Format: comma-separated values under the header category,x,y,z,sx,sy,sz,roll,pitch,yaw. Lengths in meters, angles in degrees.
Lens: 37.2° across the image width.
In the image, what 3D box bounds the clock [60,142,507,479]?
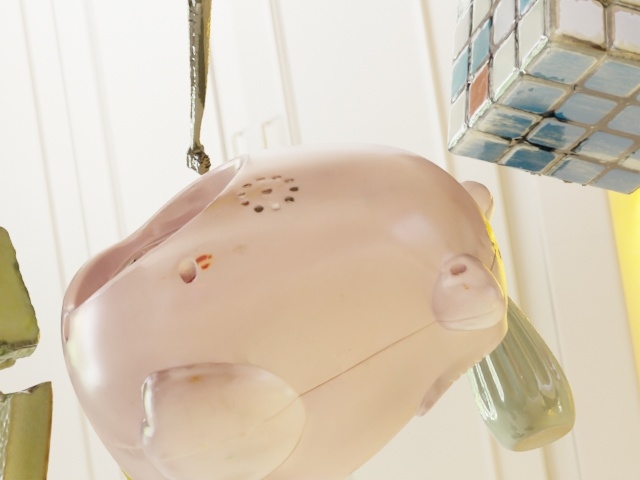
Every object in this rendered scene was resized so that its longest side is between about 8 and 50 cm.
category,x,y,z,sx,sy,sz,roll,pitch,yaw
clock,-0.029,0.051,0.844,0.377,0.250,0.368,-24,-163,16

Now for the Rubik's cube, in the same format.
category,x,y,z,sx,sy,sz,roll,pitch,yaw
Rubik's cube,0.309,-0.232,1.077,0.259,0.253,0.256,10,156,-12

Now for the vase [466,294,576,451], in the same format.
category,x,y,z,sx,sy,sz,roll,pitch,yaw
vase,0.256,0.163,1.319,0.128,0.248,0.128,-15,150,-9

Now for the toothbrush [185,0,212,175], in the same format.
category,x,y,z,sx,sy,sz,roll,pitch,yaw
toothbrush,-0.152,-0.193,1.199,0.030,0.030,0.297,-31,150,-30

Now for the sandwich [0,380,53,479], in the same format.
category,x,y,z,sx,sy,sz,roll,pitch,yaw
sandwich,-0.352,0.218,0.882,0.245,0.211,0.063,-6,164,28

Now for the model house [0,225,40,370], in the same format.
category,x,y,z,sx,sy,sz,roll,pitch,yaw
model house,-0.439,0.087,0.975,0.211,0.170,0.194,-32,160,18
